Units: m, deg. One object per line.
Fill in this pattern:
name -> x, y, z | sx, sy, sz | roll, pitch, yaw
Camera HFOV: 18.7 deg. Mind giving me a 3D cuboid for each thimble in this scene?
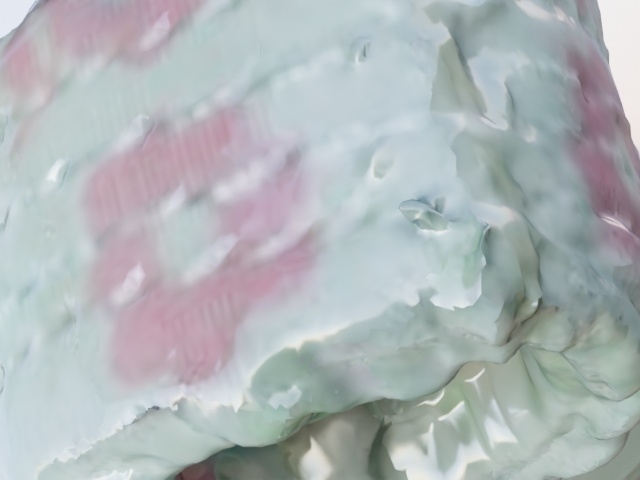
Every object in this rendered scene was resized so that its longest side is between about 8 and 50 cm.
thimble -> 0.000, 0.000, 0.533 | 0.185, 0.149, 0.211 | -3, -23, -23

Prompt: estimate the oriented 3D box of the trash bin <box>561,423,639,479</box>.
trash bin -> 0.052, -0.003, 1.193 | 0.280, 0.280, 0.432 | -44, -50, 0
